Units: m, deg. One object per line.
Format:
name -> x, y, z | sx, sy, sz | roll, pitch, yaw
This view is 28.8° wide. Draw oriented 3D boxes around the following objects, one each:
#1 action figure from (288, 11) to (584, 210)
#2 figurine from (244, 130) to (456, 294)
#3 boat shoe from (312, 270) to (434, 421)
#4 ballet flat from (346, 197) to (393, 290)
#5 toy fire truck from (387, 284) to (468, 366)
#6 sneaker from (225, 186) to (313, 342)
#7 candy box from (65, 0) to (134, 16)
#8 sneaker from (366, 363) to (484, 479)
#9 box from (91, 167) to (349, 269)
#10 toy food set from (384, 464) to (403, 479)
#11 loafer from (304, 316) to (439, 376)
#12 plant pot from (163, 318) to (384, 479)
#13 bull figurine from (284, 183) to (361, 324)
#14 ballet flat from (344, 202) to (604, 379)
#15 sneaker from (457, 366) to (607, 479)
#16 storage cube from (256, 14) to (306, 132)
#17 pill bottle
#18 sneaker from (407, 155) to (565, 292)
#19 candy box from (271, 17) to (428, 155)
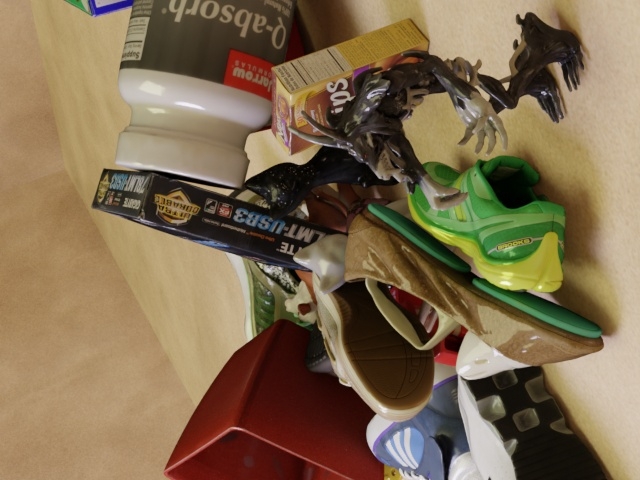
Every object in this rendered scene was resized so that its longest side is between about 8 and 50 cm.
action figure -> 0.117, -0.114, 1.167 | 0.141, 0.275, 0.164 | 65, 162, 12
figurine -> 0.039, -0.041, 1.583 | 0.215, 0.209, 0.092 | 56, 159, 31
boat shoe -> 0.059, 0.129, 1.518 | 0.302, 0.109, 0.098 | -119, 28, -53
ballet flat -> 0.067, 0.039, 1.692 | 0.079, 0.077, 0.222 | -14, 58, 39
toy fire truck -> 0.134, 0.086, 1.552 | 0.135, 0.047, 0.192 | 129, 147, -49
sneaker -> -0.039, 0.103, 2.113 | 0.182, 0.158, 0.410 | 8, 124, 54
candy box -> -0.282, -0.450, 1.923 | 0.317, 0.268, 0.122 | 33, 138, 60
sneaker -> 0.180, 0.326, 1.738 | 0.236, 0.130, 0.323 | 64, 157, 23
box -> -0.143, -0.025, 1.726 | 0.295, 0.293, 0.073 | 9, 83, 67
toy food set -> 0.101, 0.312, 2.070 | 0.218, 0.071, 0.128 | 48, 130, 42
loafer -> 0.105, 0.132, 1.793 | 0.366, 0.130, 0.134 | -22, 51, 65
plant pot -> -0.053, 0.286, 1.990 | 0.267, 0.267, 0.236 | -39, 29, 50
bull figurine -> 0.000, 0.000, 1.907 | 0.188, 0.101, 0.310 | 65, 154, 21
ballet flat -> 0.155, 0.079, 1.409 | 0.342, 0.116, 0.124 | 30, 103, 30
sneaker -> 0.255, 0.280, 1.507 | 0.146, 0.122, 0.331 | 98, 156, -60
storage cube -> -0.134, -0.257, 1.838 | 0.183, 0.215, 0.193 | 163, 91, -73
pill bottle -> -0.147, -0.259, 1.623 | 0.210, 0.210, 0.363 | -174, 95, -70
sneaker -> 0.192, -0.038, 1.370 | 0.295, 0.109, 0.124 | -137, 58, -61
candy box -> 0.033, -0.181, 1.472 | 0.053, 0.186, 0.109 | 57, 159, 32
